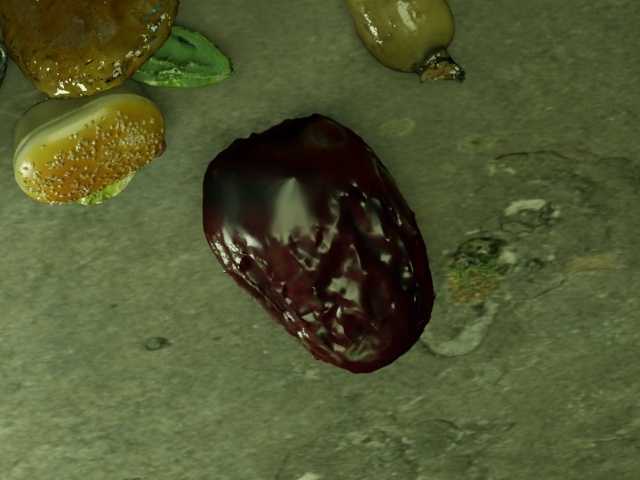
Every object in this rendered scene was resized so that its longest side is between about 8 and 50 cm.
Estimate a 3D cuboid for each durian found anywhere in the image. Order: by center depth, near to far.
[{"bbox_3d":[-0.216,-0.243,1.890,0.215,0.100,0.086,5,105,3],"label":"durian"}]

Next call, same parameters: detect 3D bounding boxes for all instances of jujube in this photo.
[{"bbox_3d":[0.000,0.000,1.916,0.258,0.258,0.376,-36,119,3],"label":"jujube"}]

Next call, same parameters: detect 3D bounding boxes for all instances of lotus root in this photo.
[{"bbox_3d":[0.113,-0.293,1.909,0.118,0.125,0.221,-37,103,-24],"label":"lotus root"}]

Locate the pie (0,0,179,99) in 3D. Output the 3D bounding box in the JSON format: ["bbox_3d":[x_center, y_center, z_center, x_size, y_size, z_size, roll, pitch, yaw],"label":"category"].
[{"bbox_3d":[-0.297,-0.311,1.831,0.273,0.069,0.273,-2,78,11],"label":"pie"}]

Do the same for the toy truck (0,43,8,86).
[{"bbox_3d":[-0.532,-0.102,1.850,0.146,0.175,0.367,21,100,-10],"label":"toy truck"}]

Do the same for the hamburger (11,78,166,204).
[{"bbox_3d":[-0.306,-0.128,1.883,0.210,0.173,0.116,-24,69,-1],"label":"hamburger"}]
